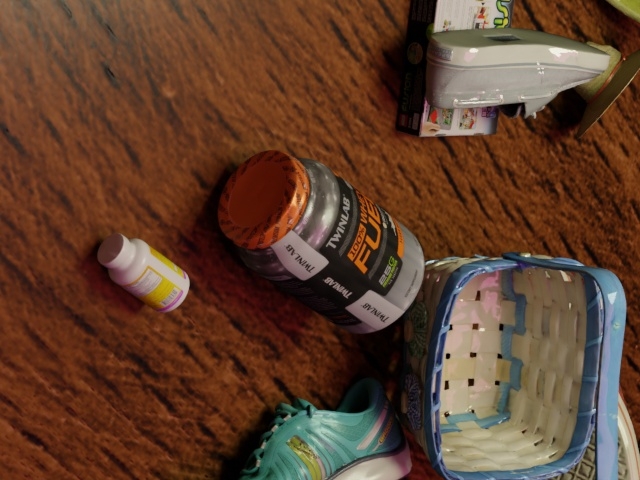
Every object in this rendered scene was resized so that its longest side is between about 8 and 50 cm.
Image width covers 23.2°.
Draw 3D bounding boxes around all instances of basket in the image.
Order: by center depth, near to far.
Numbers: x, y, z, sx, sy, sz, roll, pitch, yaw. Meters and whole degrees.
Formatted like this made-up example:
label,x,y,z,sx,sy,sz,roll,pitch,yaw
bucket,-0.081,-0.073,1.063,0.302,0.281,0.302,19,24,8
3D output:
label,x,y,z,sx,sy,sz,roll,pitch,yaw
basket,0.196,0.136,1.517,0.201,0.289,0.255,-4,100,-31

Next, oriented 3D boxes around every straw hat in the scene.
label,x,y,z,sx,sy,sz,roll,pitch,yaw
straw hat,0.298,-0.182,1.676,0.061,0.144,0.144,39,72,1

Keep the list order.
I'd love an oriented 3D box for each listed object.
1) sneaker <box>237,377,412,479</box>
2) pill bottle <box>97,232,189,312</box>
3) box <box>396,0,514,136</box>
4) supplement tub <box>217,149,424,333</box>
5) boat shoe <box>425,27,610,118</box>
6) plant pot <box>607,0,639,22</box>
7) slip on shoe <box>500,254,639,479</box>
label,x,y,z,sx,sy,sz,roll,pitch,yaw
sneaker,-0.030,0.211,1.505,0.275,0.107,0.110,-18,96,-42
pill bottle,-0.154,0.026,1.348,0.083,0.043,0.043,41,76,-42
box,0.139,-0.207,1.543,0.114,0.036,0.207,-4,106,-42
supplement tub,0.000,0.000,1.429,0.190,0.117,0.117,35,80,-44
boat shoe,0.190,-0.162,1.534,0.227,0.079,0.081,-5,116,-37
plant pot,0.423,-0.388,1.614,0.254,0.276,0.276,-57,134,-29
slip on shoe,0.279,0.175,1.669,0.101,0.123,0.331,12,59,-54
